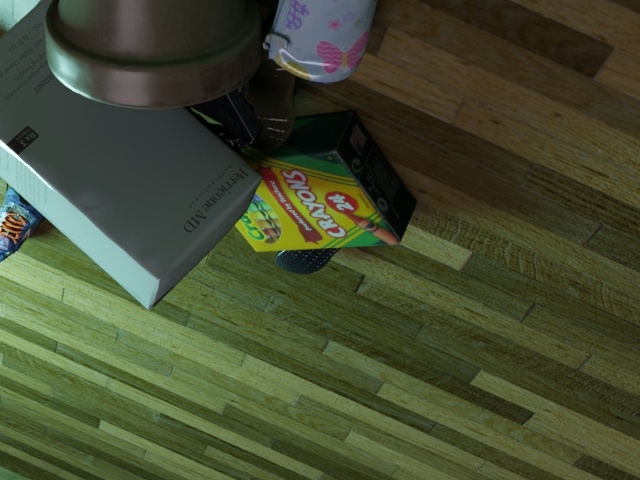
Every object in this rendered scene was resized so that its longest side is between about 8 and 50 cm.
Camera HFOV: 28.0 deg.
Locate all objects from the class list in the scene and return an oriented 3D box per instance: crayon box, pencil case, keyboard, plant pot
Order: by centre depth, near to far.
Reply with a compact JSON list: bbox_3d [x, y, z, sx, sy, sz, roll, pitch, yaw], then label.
[{"bbox_3d":[0.008,-0.303,1.470,0.124,0.113,0.273,4,148,-7],"label":"pencil case"},{"bbox_3d":[-0.196,-0.314,1.494,0.263,0.263,0.229,15,131,14],"label":"plant pot"},{"bbox_3d":[-0.186,-0.208,1.702,0.317,0.033,0.201,32,162,37],"label":"keyboard"},{"bbox_3d":[-0.047,-0.077,1.870,0.318,0.081,0.202,-4,139,37],"label":"crayon box"}]

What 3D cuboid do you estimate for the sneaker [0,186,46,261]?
[{"bbox_3d":[-0.542,-0.019,2.266,0.083,0.087,0.221,29,148,-9],"label":"sneaker"}]

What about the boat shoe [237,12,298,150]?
[{"bbox_3d":[-0.064,-0.207,1.697,0.080,0.073,0.223,13,146,0],"label":"boat shoe"}]

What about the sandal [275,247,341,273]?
[{"bbox_3d":[0.000,0.000,2.000,0.067,0.040,0.179,34,133,-26],"label":"sandal"}]

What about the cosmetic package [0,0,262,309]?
[{"bbox_3d":[-0.293,-0.117,1.739,0.385,0.217,0.156,39,158,4],"label":"cosmetic package"}]
